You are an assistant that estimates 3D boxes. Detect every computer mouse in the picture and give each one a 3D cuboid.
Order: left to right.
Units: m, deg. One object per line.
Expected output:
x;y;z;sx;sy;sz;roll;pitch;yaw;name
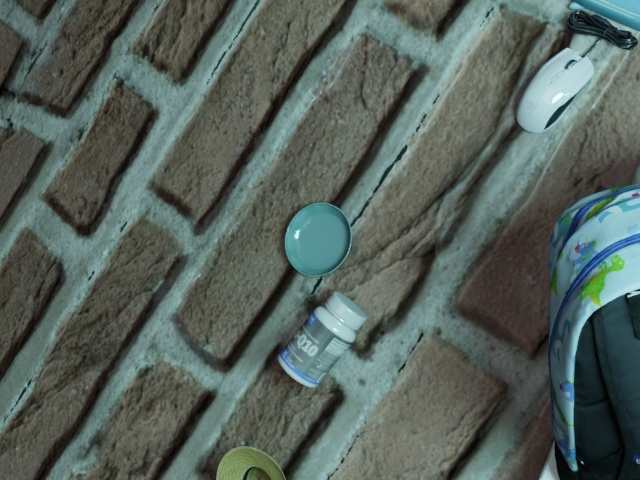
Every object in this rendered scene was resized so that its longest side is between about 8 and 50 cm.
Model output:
0.352;-0.238;1.326;0.106;0.042;0.193;42;100;26;computer mouse

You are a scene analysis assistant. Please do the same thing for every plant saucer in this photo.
0.000;0.000;1.475;0.119;0.021;0.119;-6;77;26;plant saucer

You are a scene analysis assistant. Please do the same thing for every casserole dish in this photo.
0.429;-0.367;1.297;0.188;0.037;0.114;32;106;22;casserole dish

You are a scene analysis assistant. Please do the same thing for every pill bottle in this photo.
0.004;0.150;1.411;0.078;0.078;0.137;43;100;27;pill bottle

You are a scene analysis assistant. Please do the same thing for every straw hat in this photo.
-0.089;0.378;1.425;0.145;0.061;0.144;5;99;31;straw hat

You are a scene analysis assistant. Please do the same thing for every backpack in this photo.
0.375;0.107;1.026;0.290;0.355;0.273;-12;55;16;backpack

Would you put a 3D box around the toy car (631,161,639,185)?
0.454;-0.039;1.122;0.219;0.238;0.210;-36;66;17;toy car

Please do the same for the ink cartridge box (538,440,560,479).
0.460;0.251;1.161;0.296;0.066;0.261;15;65;29;ink cartridge box

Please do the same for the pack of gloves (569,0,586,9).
0.441;-0.440;1.331;0.232;0.046;0.195;-5;92;27;pack of gloves
